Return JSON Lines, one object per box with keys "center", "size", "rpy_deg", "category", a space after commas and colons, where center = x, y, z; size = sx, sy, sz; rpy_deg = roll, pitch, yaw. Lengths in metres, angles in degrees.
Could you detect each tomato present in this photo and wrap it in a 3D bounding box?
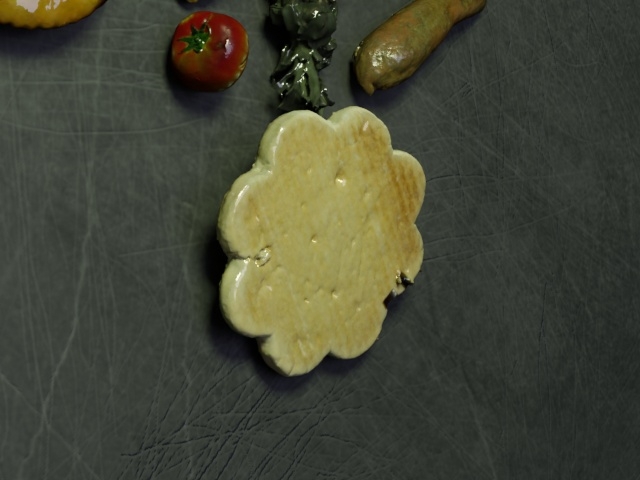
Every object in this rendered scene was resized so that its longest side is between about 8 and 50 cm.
{"center": [-0.114, -0.196, 1.554], "size": [0.075, 0.087, 0.087], "rpy_deg": [40, 58, -65], "category": "tomato"}

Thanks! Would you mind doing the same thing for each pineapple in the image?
{"center": [-0.010, -0.258, 1.641], "size": [0.125, 0.125, 0.251], "rpy_deg": [1, 91, -42], "category": "pineapple"}

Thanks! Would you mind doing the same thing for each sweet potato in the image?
{"center": [0.126, -0.260, 1.786], "size": [0.273, 0.075, 0.075], "rpy_deg": [-42, 114, -40], "category": "sweet potato"}

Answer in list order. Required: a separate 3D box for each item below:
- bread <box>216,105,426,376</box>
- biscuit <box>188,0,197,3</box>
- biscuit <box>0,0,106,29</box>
{"center": [0.000, 0.000, 1.629], "size": [0.316, 0.054, 0.316], "rpy_deg": [-14, 110, -41], "category": "bread"}
{"center": [-0.151, -0.374, 1.505], "size": [0.172, 0.029, 0.254], "rpy_deg": [-44, 125, 6], "category": "biscuit"}
{"center": [-0.267, -0.308, 1.401], "size": [0.221, 0.066, 0.220], "rpy_deg": [-9, 107, -32], "category": "biscuit"}
